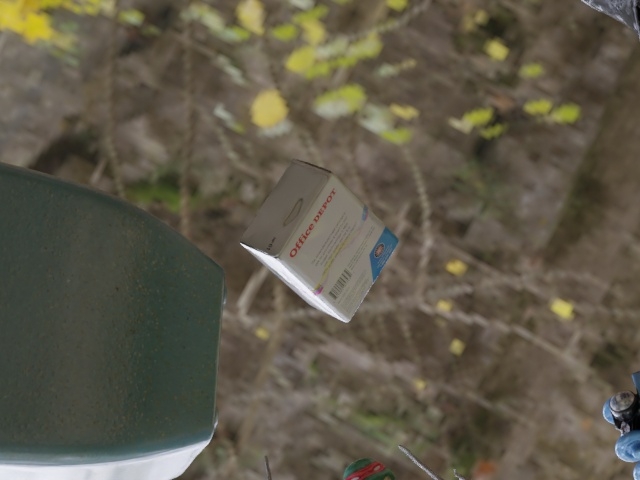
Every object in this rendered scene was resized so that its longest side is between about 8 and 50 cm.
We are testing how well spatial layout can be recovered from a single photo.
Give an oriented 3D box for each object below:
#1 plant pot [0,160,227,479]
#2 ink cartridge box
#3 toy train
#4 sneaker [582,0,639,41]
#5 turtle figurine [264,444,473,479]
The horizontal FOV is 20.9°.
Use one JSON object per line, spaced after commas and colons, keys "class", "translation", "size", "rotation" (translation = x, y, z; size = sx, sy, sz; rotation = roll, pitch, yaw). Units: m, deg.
{"class": "plant pot", "translation": [-0.212, 0.092, 1.397], "size": [0.252, 0.247, 0.247], "rotation": [7, 159, -12]}
{"class": "ink cartridge box", "translation": [0.000, 0.000, 1.477], "size": [0.052, 0.088, 0.122], "rotation": [24, 166, 41]}
{"class": "toy train", "translation": [0.359, 0.202, 1.754], "size": [0.184, 0.105, 0.080], "rotation": [53, -163, -36]}
{"class": "sneaker", "translation": [0.224, -0.121, 0.982], "size": [0.267, 0.106, 0.101], "rotation": [29, 161, 46]}
{"class": "turtle figurine", "translation": [0.063, 0.239, 1.284], "size": [0.234, 0.175, 0.118], "rotation": [62, -173, 12]}
